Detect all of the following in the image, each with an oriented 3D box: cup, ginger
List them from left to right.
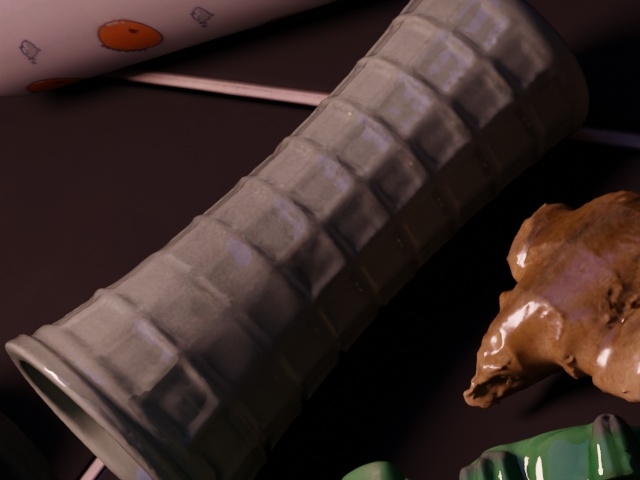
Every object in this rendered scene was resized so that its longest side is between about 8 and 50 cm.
[{"bbox_3d":[-0.142,-0.222,1.212,0.317,0.212,0.212,-13,42,32],"label":"cup"},{"bbox_3d":[0.158,-0.006,0.833,0.133,0.059,0.214,12,60,43],"label":"ginger"}]

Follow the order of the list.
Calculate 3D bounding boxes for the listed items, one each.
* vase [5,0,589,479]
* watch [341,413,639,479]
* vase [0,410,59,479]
[{"bbox_3d":[0.000,0.000,0.912,0.299,0.143,0.143,-44,35,-14],"label":"vase"},{"bbox_3d":[0.091,0.157,0.678,0.165,0.131,0.152,-19,57,19],"label":"watch"},{"bbox_3d":[-0.268,0.211,0.840,0.291,0.245,0.245,-33,35,18],"label":"vase"}]
